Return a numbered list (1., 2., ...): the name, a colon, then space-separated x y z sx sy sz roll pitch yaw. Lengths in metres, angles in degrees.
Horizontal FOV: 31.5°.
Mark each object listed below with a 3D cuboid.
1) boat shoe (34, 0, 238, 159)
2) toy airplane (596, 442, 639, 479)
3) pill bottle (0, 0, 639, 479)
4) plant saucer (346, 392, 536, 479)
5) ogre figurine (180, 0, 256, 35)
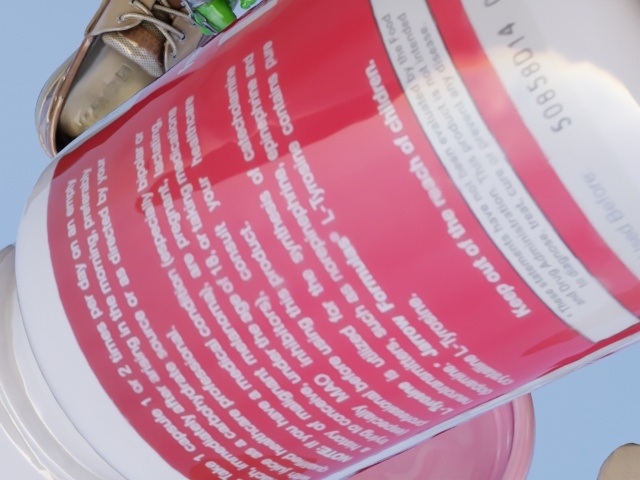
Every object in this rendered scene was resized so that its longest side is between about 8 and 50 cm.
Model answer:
1. boat shoe: -0.161 -0.196 1.084 0.123 0.324 0.116 29 -166 -19
2. toy airplane: 0.369 0.283 0.634 0.272 0.384 0.386 45 -142 -61
3. pill bottle: 0.000 0.000 0.576 0.229 0.407 0.229 42 -150 -32
4. plant saucer: 0.069 0.215 1.232 0.332 0.332 0.084 43 167 35
5. ogre figurine: -0.067 -0.267 0.895 0.118 0.197 0.097 33 -138 -17
